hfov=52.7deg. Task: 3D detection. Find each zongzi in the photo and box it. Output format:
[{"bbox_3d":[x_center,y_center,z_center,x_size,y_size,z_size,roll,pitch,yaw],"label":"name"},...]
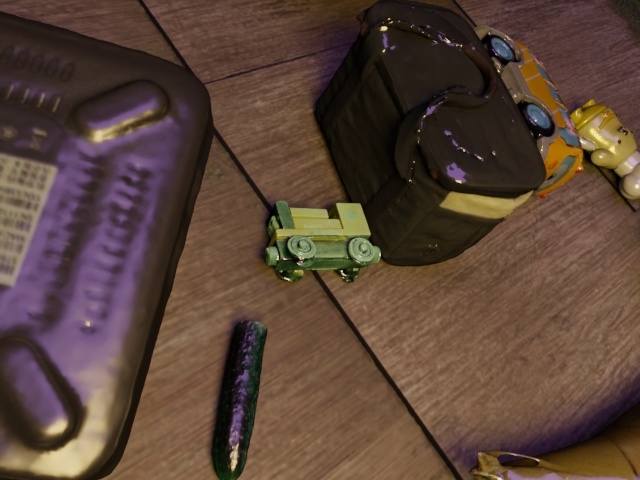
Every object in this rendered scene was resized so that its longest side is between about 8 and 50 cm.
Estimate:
[{"bbox_3d":[0.289,0.185,0.617,0.289,0.123,0.260,31,47,0],"label":"zongzi"}]

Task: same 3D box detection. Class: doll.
[{"bbox_3d":[0.420,-0.127,0.912,0.106,0.062,0.162,-33,79,-33],"label":"doll"}]

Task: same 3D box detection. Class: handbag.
[{"bbox_3d":[0.117,-0.115,0.679,0.181,0.181,0.255,-5,63,-28],"label":"handbag"}]

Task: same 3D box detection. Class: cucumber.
[{"bbox_3d":[-0.067,0.131,0.529,0.032,0.032,0.133,18,55,-15],"label":"cucumber"}]

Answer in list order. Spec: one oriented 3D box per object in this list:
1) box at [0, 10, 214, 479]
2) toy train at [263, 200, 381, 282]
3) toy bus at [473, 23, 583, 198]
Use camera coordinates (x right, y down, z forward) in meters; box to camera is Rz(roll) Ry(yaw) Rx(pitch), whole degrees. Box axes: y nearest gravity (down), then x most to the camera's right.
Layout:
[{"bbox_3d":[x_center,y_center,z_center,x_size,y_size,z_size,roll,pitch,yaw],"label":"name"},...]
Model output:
[{"bbox_3d":[-0.228,-0.017,0.381,0.289,0.073,0.289,14,65,-8],"label":"box"},{"bbox_3d":[0.000,0.000,0.634,0.122,0.050,0.081,1,55,-25],"label":"toy train"},{"bbox_3d":[0.233,-0.148,0.798,0.136,0.126,0.210,4,58,-34],"label":"toy bus"}]
